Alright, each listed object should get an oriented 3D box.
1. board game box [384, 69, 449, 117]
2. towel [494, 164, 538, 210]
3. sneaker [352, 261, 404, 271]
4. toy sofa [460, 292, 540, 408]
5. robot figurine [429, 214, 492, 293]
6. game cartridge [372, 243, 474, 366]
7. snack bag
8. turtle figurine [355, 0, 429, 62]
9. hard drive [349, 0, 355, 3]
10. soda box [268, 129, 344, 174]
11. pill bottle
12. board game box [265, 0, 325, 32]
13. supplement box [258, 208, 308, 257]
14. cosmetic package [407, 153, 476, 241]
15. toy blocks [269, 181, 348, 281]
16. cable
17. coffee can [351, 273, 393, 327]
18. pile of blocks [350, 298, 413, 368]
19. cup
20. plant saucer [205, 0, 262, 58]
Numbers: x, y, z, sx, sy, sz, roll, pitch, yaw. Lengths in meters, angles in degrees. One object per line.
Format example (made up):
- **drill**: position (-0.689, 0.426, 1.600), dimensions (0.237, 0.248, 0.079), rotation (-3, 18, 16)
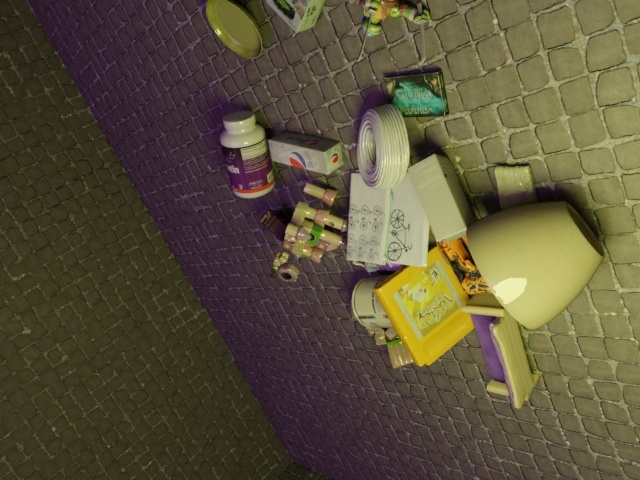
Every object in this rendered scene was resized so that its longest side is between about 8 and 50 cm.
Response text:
- **board game box**: position (0.276, -0.420, 1.513), dimensions (0.186, 0.026, 0.126), rotation (10, 127, 44)
- **towel**: position (0.543, -0.140, 1.452), dimensions (0.110, 0.027, 0.148), rotation (7, 125, 44)
- **sneaker**: position (0.217, 0.091, 1.958), dimensions (0.212, 0.094, 0.080), rotation (12, 127, 42)
- **toy sofa**: position (0.580, 0.357, 1.709), dimensions (0.150, 0.177, 0.362), rotation (1, 122, 47)
- **robot figurine**: position (0.471, 0.053, 1.648), dimensions (0.211, 0.085, 0.291), rotation (-19, 105, 54)
- **game cartridge**: position (0.363, 0.218, 1.742), dimensions (0.323, 0.285, 0.053), rotation (59, 162, -9)
- **snack bag**: position (0.224, -0.074, 1.730), dimensions (0.342, 0.037, 0.323), rotation (8, 95, 44)
- **turtle figurine**: position (0.203, -0.601, 1.297), dimensions (0.198, 0.274, 0.266), rotation (9, 133, -13)
- **hard drive**: position (0.121, -0.718, 1.435), dimensions (0.135, 0.022, 0.094), rotation (3, 122, 47)
- **soda box**: position (-0.057, -0.324, 1.908), dimensions (0.286, 0.098, 0.091), rotation (20, 133, 37)
- **pill bottle**: position (-0.294, -0.343, 2.084), dimensions (0.181, 0.181, 0.323), rotation (21, 134, 37)
- **board game box**: position (-0.063, -0.802, 1.509), dimensions (0.224, 0.097, 0.303), rotation (47, 143, 7)
- **supplement box**: position (-0.135, -0.029, 2.214), dimensions (0.239, 0.130, 0.073), rotation (41, 100, 15)
- **cosmetic package**: position (0.357, -0.119, 1.514), dimensions (0.107, 0.127, 0.238), rotation (-30, 77, 30)
- **toy blocks**: position (0.000, 0.000, 1.966), dimensions (0.260, 0.309, 0.288), rotation (22, 139, -2)
- **cable**: position (0.185, -0.282, 1.592), dimensions (0.257, 0.089, 0.257), rotation (-147, 51, -73)
- **coffee can**: position (0.276, 0.219, 1.908), dimensions (0.275, 0.201, 0.201), rotation (-12, 110, 52)
- **pile of blocks**: position (0.271, 0.363, 2.146), dimensions (0.362, 0.149, 0.112), rotation (49, -171, 21)
- **cup**: position (0.577, 0.030, 1.359), dimensions (0.237, 0.331, 0.331), rotation (-38, 89, 30)
- **plant saucer**: position (-0.289, -0.741, 1.808), dimensions (0.241, 0.037, 0.241), rotation (32, 160, 13)
